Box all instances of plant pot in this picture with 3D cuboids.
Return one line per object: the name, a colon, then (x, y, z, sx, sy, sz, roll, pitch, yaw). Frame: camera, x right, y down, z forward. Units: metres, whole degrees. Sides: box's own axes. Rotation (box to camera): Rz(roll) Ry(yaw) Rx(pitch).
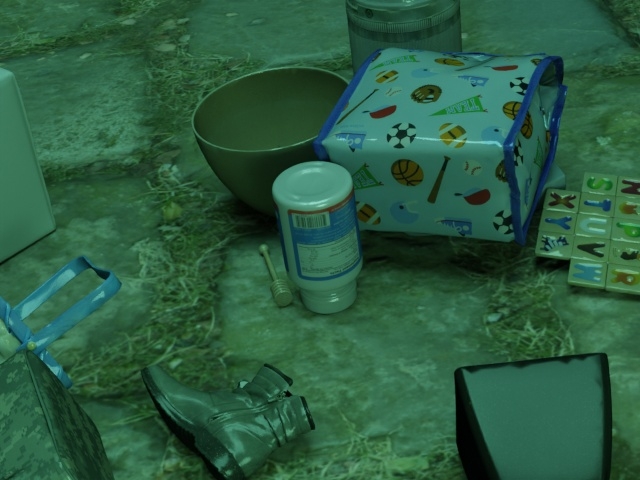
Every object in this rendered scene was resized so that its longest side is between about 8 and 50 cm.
plant pot: (0.269, 0.264, 1.422, 0.187, 0.188, 0.167, -7, 48, 2)
plant pot: (-0.066, -0.152, 2.026, 0.284, 0.191, 0.284, -7, 35, 5)

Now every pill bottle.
pill bottle: (0.000, 0.000, 1.785, 0.124, 0.221, 0.124, -5, 37, 4)

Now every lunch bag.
lunch bag: (0.212, -0.181, 1.892, 0.328, 0.239, 0.385, 4, 42, 20)
lunch bag: (-0.407, 0.324, 1.456, 0.256, 0.212, 0.305, -32, 39, -4)

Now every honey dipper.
honey dipper: (-0.076, 0.051, 1.896, 0.030, 0.030, 0.161, -13, 33, -7)

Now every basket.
basket: (-0.430, 0.129, 1.685, 0.289, 0.201, 0.255, -43, 17, -12)

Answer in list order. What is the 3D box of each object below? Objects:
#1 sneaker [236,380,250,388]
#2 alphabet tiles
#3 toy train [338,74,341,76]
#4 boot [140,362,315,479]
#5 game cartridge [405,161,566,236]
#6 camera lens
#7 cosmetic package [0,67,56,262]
sneaker: (-0.096, 0.220, 1.663, 0.032, 0.037, 0.083, -26, 38, -19)
alphabet tiles: (0.522, -0.010, 1.844, 0.342, 0.011, 0.285, 8, 41, 13)
toy train: (-0.034, -0.278, 2.291, 0.184, 0.080, 0.105, -17, 31, -12)
boot: (-0.127, 0.225, 1.609, 0.161, 0.083, 0.246, -37, 52, -19)
game cartridge: (0.259, -0.096, 2.008, 0.297, 0.062, 0.198, -14, 41, -7)
camera lens: (0.164, -0.407, 2.256, 0.219, 0.274, 0.219, -6, 37, 4)
cosmetic package: (-0.734, -0.107, 1.987, 0.329, 0.327, 0.393, 24, 46, 36)
